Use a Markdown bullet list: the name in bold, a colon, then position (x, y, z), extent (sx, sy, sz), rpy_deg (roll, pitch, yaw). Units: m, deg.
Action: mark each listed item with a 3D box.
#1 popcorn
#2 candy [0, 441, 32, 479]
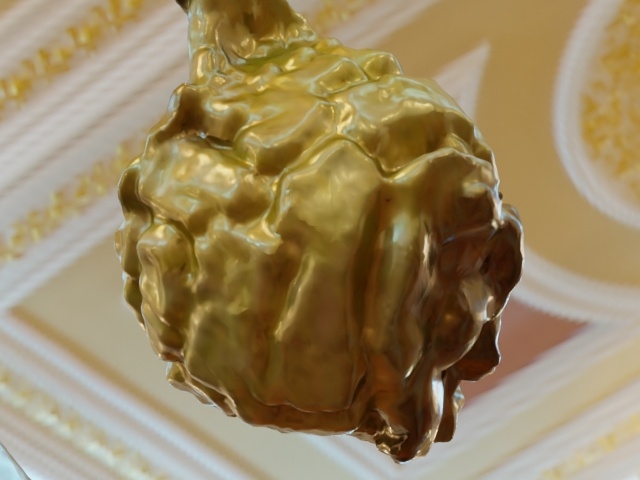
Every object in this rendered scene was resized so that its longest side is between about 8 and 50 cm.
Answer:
- **popcorn**: position (0.007, 0.003, 1.259), extent (0.237, 0.293, 0.293), rpy_deg (12, -34, 26)
- **candy**: position (-0.267, 0.227, 1.236), extent (0.208, 0.145, 0.359), rpy_deg (-15, -47, 17)
